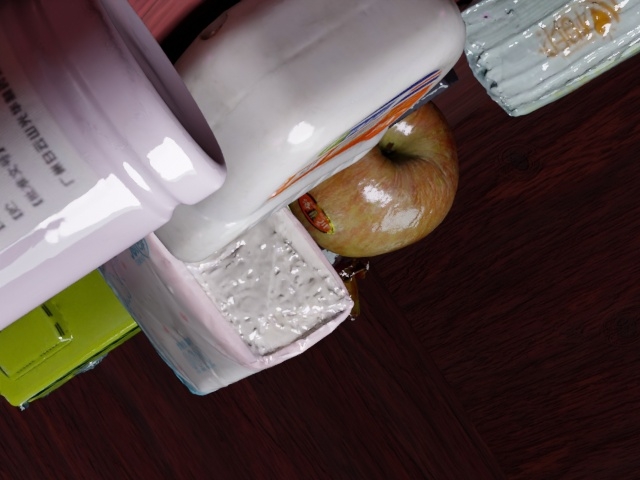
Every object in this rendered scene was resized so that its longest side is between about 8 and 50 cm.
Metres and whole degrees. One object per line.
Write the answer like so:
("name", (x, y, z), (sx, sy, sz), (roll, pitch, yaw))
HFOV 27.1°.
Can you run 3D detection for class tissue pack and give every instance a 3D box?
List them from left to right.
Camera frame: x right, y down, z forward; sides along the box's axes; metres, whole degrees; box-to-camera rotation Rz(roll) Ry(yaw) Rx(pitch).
("tissue pack", (-0.100, 0.030, 1.193), (0.124, 0.201, 0.271), (-39, -178, -21))
("tissue pack", (0.351, -0.297, 1.613), (0.287, 0.162, 0.388), (-33, 179, 26))

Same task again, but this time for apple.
("apple", (0.055, -0.083, 1.548), (0.211, 0.211, 0.188), (-31, 174, -33))

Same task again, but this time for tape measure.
("tape measure", (-0.019, -0.111, 0.969), (0.258, 0.130, 0.265), (-34, 174, -41))

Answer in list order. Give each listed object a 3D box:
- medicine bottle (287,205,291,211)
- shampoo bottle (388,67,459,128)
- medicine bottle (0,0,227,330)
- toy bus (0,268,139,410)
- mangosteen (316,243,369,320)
("medicine bottle", (-0.097, -0.032, 1.835), (0.239, 0.124, 0.124), (-34, 178, 7))
("shampoo bottle", (-0.014, -0.114, 1.325), (0.309, 0.098, 0.071), (-33, -177, 25))
("medicine bottle", (-0.180, -0.015, 0.629), (0.249, 0.133, 0.133), (-34, 178, 6))
("toy bus", (-0.281, 0.080, 1.546), (0.262, 0.128, 0.150), (-34, 177, 12))
("mangosteen", (0.000, 0.000, 2.008), (0.235, 0.261, 0.235), (-30, 177, -2))
